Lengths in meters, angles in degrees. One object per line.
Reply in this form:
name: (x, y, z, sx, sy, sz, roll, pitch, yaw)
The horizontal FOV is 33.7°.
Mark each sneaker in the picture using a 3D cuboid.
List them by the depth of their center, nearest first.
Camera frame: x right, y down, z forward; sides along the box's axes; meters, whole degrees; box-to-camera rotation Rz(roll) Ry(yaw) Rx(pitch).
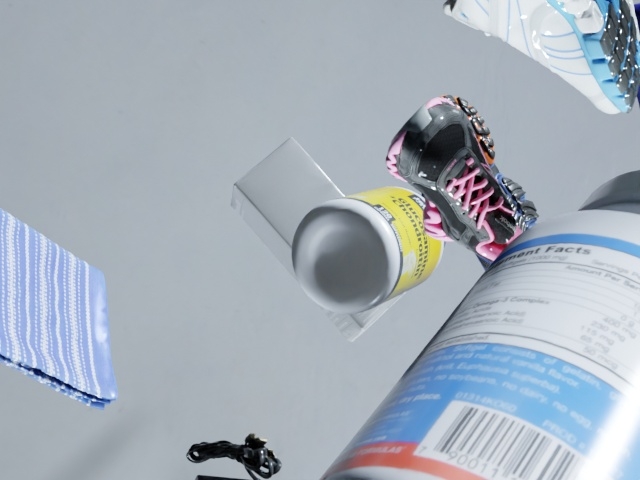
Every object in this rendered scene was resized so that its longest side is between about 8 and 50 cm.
sneaker: (0.072, -0.024, 0.510, 0.047, 0.119, 0.057, -46, 57, -3)
sneaker: (0.117, -0.134, 0.591, 0.083, 0.191, 0.071, -13, 49, 36)
sneaker: (0.155, -0.038, 1.081, 0.087, 0.083, 0.221, -26, 90, 46)

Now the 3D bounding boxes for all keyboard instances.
keyboard: (-0.052, 0.273, 1.086, 0.201, 0.317, 0.033, 51, 59, -16)

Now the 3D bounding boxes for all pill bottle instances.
pill bottle: (0.097, 0.066, 0.395, 0.124, 0.221, 0.124, 22, 133, 26)
pill bottle: (0.055, 0.003, 0.990, 0.103, 0.184, 0.103, 4, 100, 25)

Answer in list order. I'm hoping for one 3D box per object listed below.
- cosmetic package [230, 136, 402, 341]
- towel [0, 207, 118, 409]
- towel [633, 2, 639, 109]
cosmetic package: (0.000, 0.000, 1.305, 0.107, 0.127, 0.238, -43, 85, -12)
towel: (-0.399, 0.086, 1.505, 0.040, 0.336, 0.243, -20, 59, 16)
towel: (0.381, -0.088, 0.745, 0.308, 0.076, 0.227, -5, 101, 43)
